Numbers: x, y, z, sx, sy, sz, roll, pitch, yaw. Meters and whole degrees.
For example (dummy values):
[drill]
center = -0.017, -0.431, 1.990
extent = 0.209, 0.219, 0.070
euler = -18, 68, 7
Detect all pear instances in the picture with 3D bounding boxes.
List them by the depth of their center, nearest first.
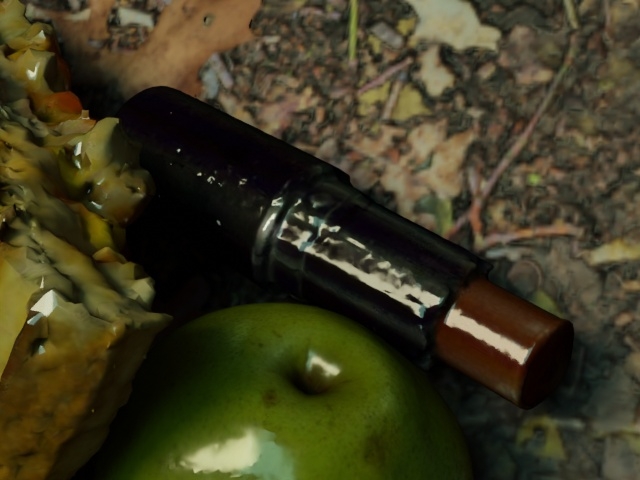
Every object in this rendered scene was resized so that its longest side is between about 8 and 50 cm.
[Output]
[pear]
center = -0.023, 0.135, 0.565
extent = 0.180, 0.166, 0.216
euler = 18, 123, 4

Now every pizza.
[pizza]
center = -0.185, 0.005, 0.656
extent = 0.440, 0.130, 0.406
euler = -34, 43, 44

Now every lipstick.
[lipstick]
center = 0.000, 0.000, 0.626
extent = 0.299, 0.081, 0.081
euler = 31, 89, 31
